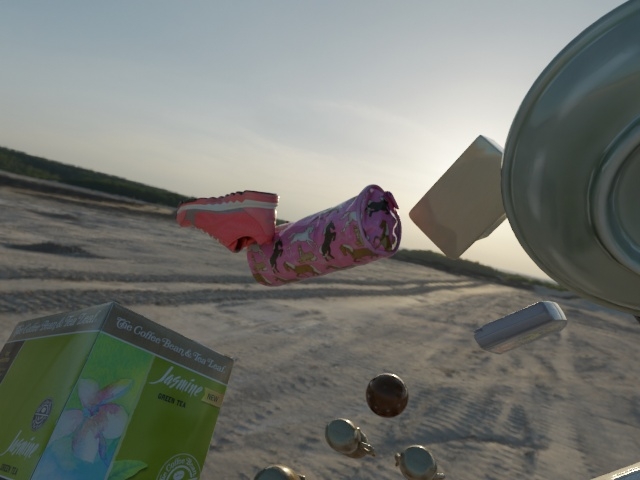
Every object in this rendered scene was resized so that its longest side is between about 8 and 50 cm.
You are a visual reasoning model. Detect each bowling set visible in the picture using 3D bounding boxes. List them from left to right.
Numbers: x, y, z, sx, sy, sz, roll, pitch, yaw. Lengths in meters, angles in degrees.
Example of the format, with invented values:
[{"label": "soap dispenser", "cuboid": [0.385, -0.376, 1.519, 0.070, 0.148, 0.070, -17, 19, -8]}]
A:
[{"label": "bowling set", "cuboid": [0.083, 0.285, 0.573, 0.287, 0.199, 0.154, 18, -25, 22]}]

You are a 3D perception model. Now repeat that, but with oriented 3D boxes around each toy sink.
[{"label": "toy sink", "cuboid": [0.340, -0.091, 1.009, 0.153, 0.234, 0.131, 48, 27, 19]}]

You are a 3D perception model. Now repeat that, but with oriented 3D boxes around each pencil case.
[{"label": "pencil case", "cuboid": [0.000, 0.000, 1.033, 0.160, 0.167, 0.386, 11, -20, -44]}]

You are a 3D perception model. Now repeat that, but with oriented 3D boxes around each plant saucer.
[{"label": "plant saucer", "cuboid": [0.401, -0.061, 0.474, 0.401, 0.400, 0.100, 12, 31, 17]}]

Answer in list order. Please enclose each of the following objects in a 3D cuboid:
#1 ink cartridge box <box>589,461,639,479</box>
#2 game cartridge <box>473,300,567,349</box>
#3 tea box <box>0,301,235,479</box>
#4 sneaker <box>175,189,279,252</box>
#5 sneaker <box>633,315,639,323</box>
[{"label": "ink cartridge box", "cuboid": [0.662, 0.587, 0.873, 0.201, 0.278, 0.117, -22, -27, 3]}, {"label": "game cartridge", "cuboid": [0.501, 0.219, 1.124, 0.196, 0.060, 0.294, -33, -28, 18]}, {"label": "tea box", "cuboid": [-0.342, 0.285, 0.638, 0.329, 0.323, 0.220, -13, -38, 38]}, {"label": "sneaker", "cuboid": [-0.233, -0.036, 1.078, 0.314, 0.136, 0.116, -5, -3, 35]}, {"label": "sneaker", "cuboid": [0.595, 0.061, 0.972, 0.140, 0.340, 0.125, -33, -19, 9]}]
